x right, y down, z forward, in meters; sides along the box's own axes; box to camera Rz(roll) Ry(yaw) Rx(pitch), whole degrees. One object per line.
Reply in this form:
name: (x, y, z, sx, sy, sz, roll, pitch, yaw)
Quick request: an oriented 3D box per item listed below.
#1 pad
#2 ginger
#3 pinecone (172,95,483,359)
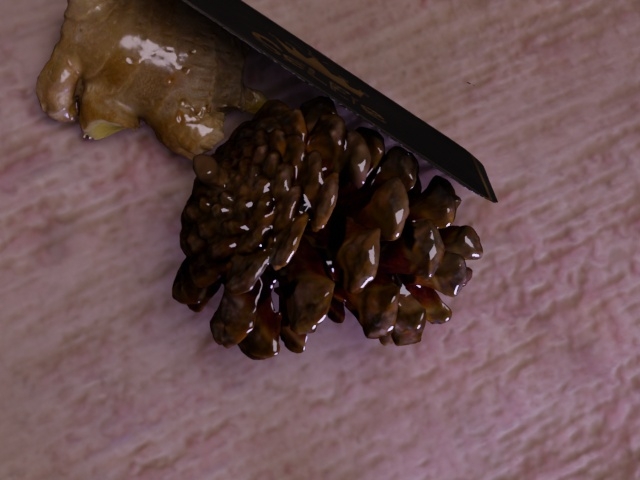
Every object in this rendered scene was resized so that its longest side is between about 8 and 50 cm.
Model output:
pad: (0.016, -0.167, 1.636, 0.375, 0.315, 0.063, 32, 103, -8)
ginger: (-0.144, -0.157, 1.692, 0.216, 0.102, 0.157, 16, 80, -12)
pinecone: (0.000, 0.000, 1.636, 0.309, 0.244, 0.244, 20, 72, -30)
